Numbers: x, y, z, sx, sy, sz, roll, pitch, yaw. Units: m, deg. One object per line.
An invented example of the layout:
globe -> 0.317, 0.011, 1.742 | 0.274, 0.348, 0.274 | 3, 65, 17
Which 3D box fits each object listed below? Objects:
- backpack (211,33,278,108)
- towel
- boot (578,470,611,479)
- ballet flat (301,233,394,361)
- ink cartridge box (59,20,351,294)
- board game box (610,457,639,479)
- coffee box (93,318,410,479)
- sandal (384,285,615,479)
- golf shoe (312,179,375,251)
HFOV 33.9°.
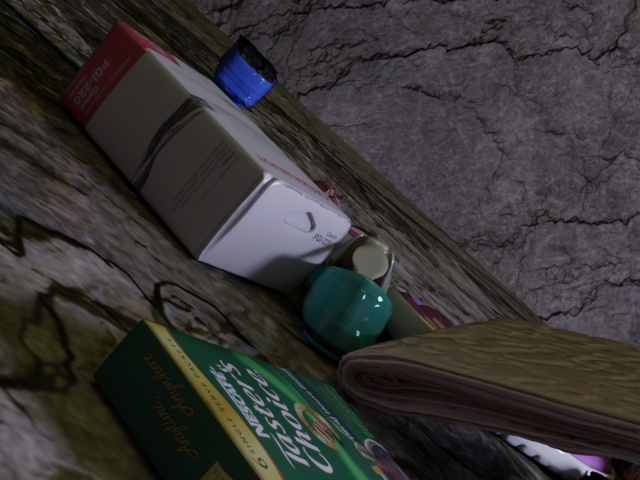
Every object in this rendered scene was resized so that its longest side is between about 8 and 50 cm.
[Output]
backpack -> -0.126, -0.264, 1.714 | 0.098, 0.101, 0.120 | 38, 13, -13
towel -> 0.224, 0.125, 0.855 | 0.316, 0.053, 0.332 | 12, 6, 29
boot -> 0.328, 0.289, 1.092 | 0.099, 0.045, 0.121 | 44, -12, -22
ballet flat -> 0.034, 0.040, 0.939 | 0.083, 0.087, 0.247 | 34, 8, -3
ink cartridge box -> -0.095, -0.066, 0.887 | 0.218, 0.092, 0.158 | 44, 9, 28
board game box -> 0.398, 0.277, 1.203 | 0.048, 0.141, 0.170 | 41, 8, -13
coffee box -> -0.019, 0.106, 0.527 | 0.113, 0.040, 0.184 | 48, 10, 34
sandal -> 0.225, 0.159, 1.151 | 0.416, 0.102, 0.169 | 36, 11, -37
golf shoe -> 0.000, 0.000, 1.122 | 0.086, 0.068, 0.186 | 1, 34, -35
